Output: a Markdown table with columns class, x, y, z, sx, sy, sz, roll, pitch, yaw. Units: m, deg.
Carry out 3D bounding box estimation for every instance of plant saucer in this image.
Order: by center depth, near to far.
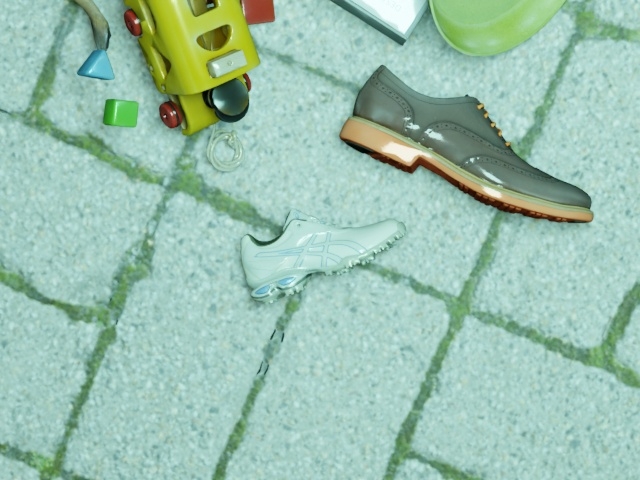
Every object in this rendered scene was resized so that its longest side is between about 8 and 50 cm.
| class | x | y | z | sx | sy | sz | roll | pitch | yaw |
| --- | --- | --- | --- | --- | --- | --- | --- | --- | --- |
| plant saucer | 0.183 | -0.297 | 1.280 | 0.037 | 0.241 | 0.241 | 36 | 95 | 38 |

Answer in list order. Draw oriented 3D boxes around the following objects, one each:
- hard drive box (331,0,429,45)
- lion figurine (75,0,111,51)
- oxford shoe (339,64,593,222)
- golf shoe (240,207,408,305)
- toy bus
| class | x | y | z | sx | sy | sz | roll | pitch | yaw |
| --- | --- | --- | --- | --- | --- | --- | --- | --- | --- |
| hard drive box | 0.072 | -0.343 | 1.318 | 0.181 | 0.089 | 0.232 | 33 | 93 | -2 |
| lion figurine | -0.274 | -0.390 | 1.256 | 0.240 | 0.142 | 0.392 | 18 | 117 | 6 |
| oxford shoe | 0.161 | -0.094 | 1.335 | 0.271 | 0.097 | 0.098 | 23 | 88 | -1 |
| golf shoe | 0.000 | 0.000 | 1.357 | 0.176 | 0.069 | 0.086 | -21 | 88 | 1 |
| toy bus | -0.113 | -0.181 | 1.291 | 0.202 | 0.104 | 0.191 | 21 | 87 | -31 |
